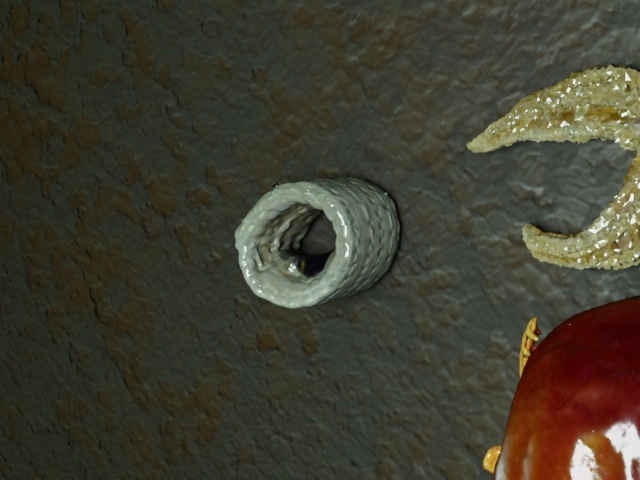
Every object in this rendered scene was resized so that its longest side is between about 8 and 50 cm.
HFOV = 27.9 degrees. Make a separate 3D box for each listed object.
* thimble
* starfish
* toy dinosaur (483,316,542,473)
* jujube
[{"bbox_3d":[0.000,0.000,1.048,0.115,0.090,0.102,-6,92,34],"label":"thimble"},{"bbox_3d":[0.248,-0.097,0.881,0.299,0.060,0.302,33,117,37],"label":"starfish"},{"bbox_3d":[0.175,0.201,0.946,0.117,0.070,0.288,14,105,24],"label":"toy dinosaur"},{"bbox_3d":[0.269,0.151,0.788,0.318,0.223,0.223,11,99,21],"label":"jujube"}]
